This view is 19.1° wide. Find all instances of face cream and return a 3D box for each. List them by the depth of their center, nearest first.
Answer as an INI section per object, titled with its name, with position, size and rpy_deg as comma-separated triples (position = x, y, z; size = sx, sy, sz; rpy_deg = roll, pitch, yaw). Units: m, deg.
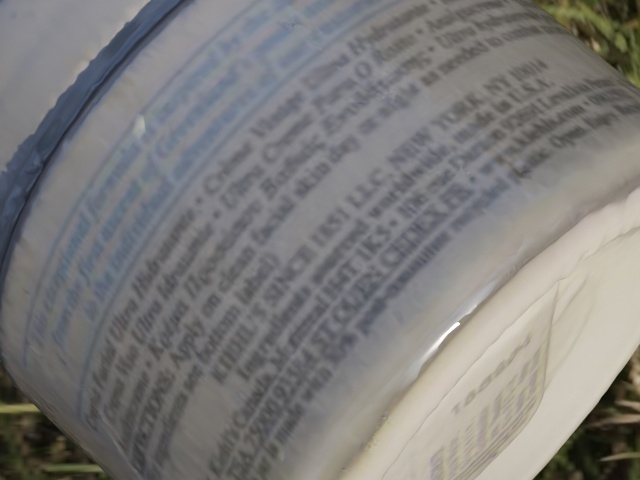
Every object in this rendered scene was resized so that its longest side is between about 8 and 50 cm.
[face cream]
position = 0.000, 0.000, 0.527
size = 0.153, 0.177, 0.177
rpy_deg = 43, 95, 22
